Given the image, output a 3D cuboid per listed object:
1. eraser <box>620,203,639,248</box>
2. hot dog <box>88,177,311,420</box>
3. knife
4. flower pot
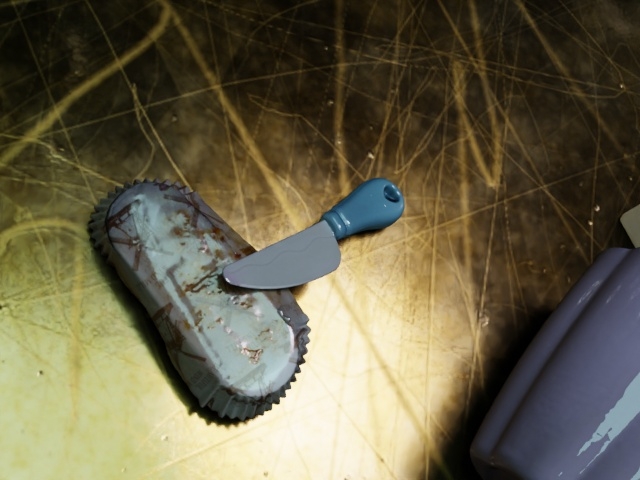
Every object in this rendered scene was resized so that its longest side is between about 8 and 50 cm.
[{"bbox_3d":[0.420,-0.051,1.186,0.076,0.298,0.078,-24,81,-25],"label":"eraser"},{"bbox_3d":[-0.109,0.045,1.091,0.131,0.069,0.252,-37,85,-18],"label":"hot dog"},{"bbox_3d":[0.002,0.002,1.126,0.244,0.032,0.058,-33,89,-44],"label":"knife"},{"bbox_3d":[0.280,0.177,1.098,0.243,0.265,0.265,-43,90,-13],"label":"flower pot"}]
